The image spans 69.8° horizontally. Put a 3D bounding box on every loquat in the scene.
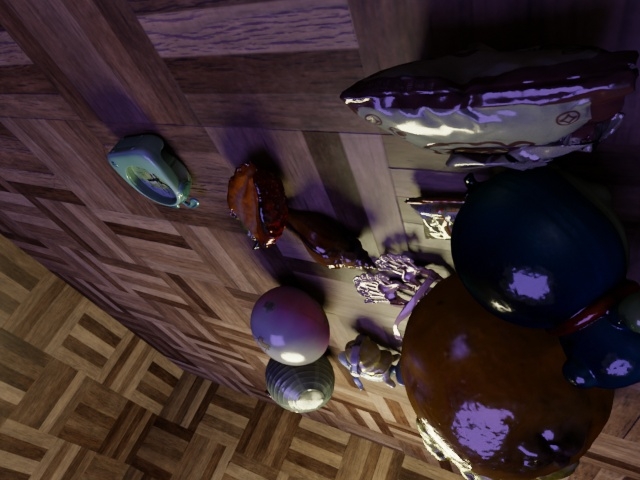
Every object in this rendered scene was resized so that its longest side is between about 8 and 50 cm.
[{"bbox_3d":[0.288,0.199,0.733,0.328,0.328,0.328,20,151,12],"label":"loquat"}]

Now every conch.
[{"bbox_3d":[0.000,0.003,0.893,0.232,0.080,0.086,27,143,-1],"label":"conch"}]

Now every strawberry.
[{"bbox_3d":[-0.111,-0.069,0.857,0.140,0.085,0.192,22,132,49],"label":"strawberry"}]

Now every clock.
[{"bbox_3d":[-0.340,-0.134,0.961,0.148,0.060,0.188,4,145,34],"label":"clock"}]

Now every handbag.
[{"bbox_3d":[0.168,-0.137,0.469,0.235,0.127,0.213,4,-177,26],"label":"handbag"}]

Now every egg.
[{"bbox_3d":[-0.075,0.232,1.214,0.196,0.196,0.271,15,151,19],"label":"egg"}]

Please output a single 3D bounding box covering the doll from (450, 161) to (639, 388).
[{"bbox_3d":[0.284,0.038,0.545,0.322,0.186,0.198,52,173,21],"label":"doll"}]

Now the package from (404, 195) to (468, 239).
[{"bbox_3d":[0.202,-0.032,0.726,0.108,0.031,0.121,4,150,35],"label":"package"}]

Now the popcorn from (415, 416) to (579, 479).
[{"bbox_3d":[0.380,0.419,1.063,0.334,0.294,0.292,26,-179,2],"label":"popcorn"}]

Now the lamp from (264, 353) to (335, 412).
[{"bbox_3d":[-0.067,0.467,1.571,0.265,0.233,0.233,24,155,-28],"label":"lamp"}]

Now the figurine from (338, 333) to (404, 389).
[{"bbox_3d":[0.149,0.343,1.295,0.208,0.128,0.184,2,142,23],"label":"figurine"}]

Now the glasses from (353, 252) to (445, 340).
[{"bbox_3d":[0.151,0.110,0.938,0.162,0.095,0.255,32,148,-1],"label":"glasses"}]
